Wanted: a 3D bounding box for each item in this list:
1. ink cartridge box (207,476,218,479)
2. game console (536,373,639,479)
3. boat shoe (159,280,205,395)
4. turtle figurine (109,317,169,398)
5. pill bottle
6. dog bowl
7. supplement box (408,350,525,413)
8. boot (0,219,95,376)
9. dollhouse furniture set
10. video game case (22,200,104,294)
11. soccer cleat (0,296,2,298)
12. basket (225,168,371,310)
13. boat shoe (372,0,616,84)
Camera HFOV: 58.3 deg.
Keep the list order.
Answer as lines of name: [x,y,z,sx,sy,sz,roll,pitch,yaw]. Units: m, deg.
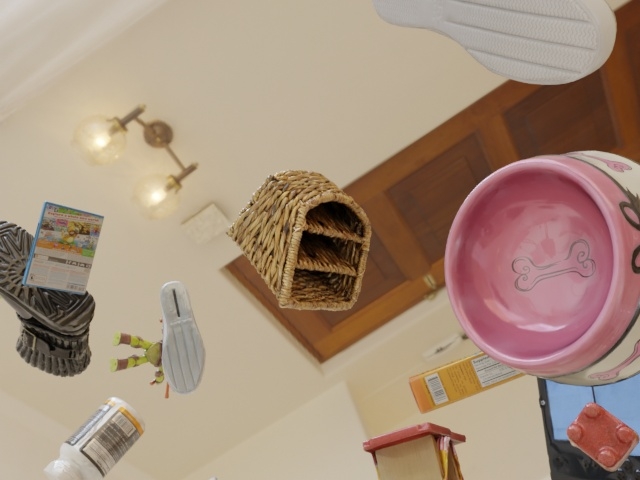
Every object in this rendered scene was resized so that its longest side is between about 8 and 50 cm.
ink cartridge box: [-0.374,0.717,1.326,0.071,0.330,0.324,60,171,-4]
game console: [0.626,0.355,1.279,0.060,0.342,0.387,9,-111,-30]
boat shoe: [-0.358,0.255,1.493,0.094,0.109,0.302,104,156,-63]
turtle figurine: [-0.468,0.325,1.600,0.217,0.270,0.087,8,-172,-39]
pill bottle: [-0.684,0.630,1.749,0.162,0.162,0.278,55,-130,-15]
dog bowl: [0.379,0.041,0.960,0.150,0.408,0.408,5,-139,-34]
supplement box: [0.302,0.279,1.181,0.078,0.233,0.080,37,-148,-77]
boot: [-0.650,0.141,1.280,0.348,0.260,0.131,42,-131,8]
dollhouse furniture set: [0.259,0.327,0.747,0.152,0.374,0.201,37,-144,-49]
video game case: [-0.512,0.017,1.148,0.119,0.166,0.015,17,172,-39]
soccer cleat: [-0.865,0.090,1.589,0.072,0.060,0.179,17,-146,-8]
basket: [0.000,0.000,1.208,0.223,0.213,0.299,49,-163,28]
boat shoe: [0.200,-0.280,0.656,0.335,0.119,0.121,43,146,40]
